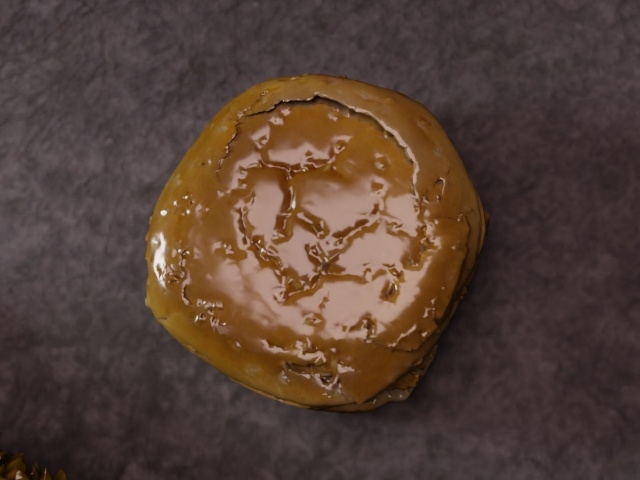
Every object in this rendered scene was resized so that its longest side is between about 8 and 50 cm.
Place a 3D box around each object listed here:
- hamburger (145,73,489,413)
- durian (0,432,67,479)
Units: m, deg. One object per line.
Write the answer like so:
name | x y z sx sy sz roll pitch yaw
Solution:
hamburger | -0.001 -0.001 0.730 0.214 0.108 0.213 -2 81 13
durian | -0.221 0.243 0.702 0.187 0.154 0.260 24 84 37
